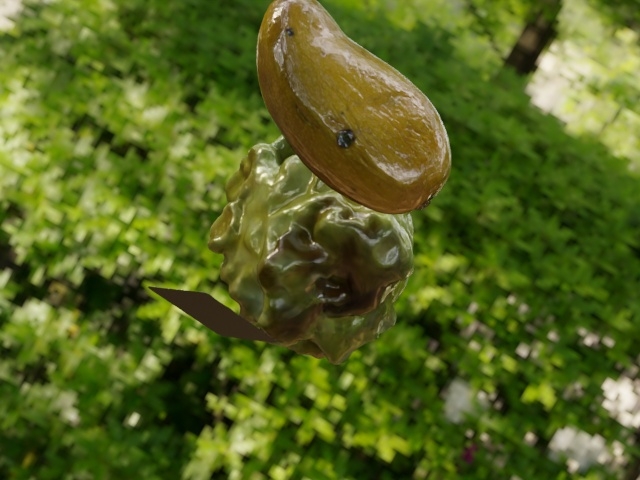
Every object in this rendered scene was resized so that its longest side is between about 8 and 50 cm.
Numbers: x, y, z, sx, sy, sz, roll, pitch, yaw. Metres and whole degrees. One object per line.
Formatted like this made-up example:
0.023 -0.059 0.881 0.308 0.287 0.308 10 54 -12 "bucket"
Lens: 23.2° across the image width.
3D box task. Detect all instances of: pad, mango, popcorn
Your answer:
-0.138 0.096 2.018 0.112 0.003 0.157 5 -24 41 "pad"
0.028 -0.152 1.819 0.295 0.120 0.177 45 50 0 "mango"
-0.011 -0.004 2.167 0.312 0.312 0.312 29 11 -6 "popcorn"
